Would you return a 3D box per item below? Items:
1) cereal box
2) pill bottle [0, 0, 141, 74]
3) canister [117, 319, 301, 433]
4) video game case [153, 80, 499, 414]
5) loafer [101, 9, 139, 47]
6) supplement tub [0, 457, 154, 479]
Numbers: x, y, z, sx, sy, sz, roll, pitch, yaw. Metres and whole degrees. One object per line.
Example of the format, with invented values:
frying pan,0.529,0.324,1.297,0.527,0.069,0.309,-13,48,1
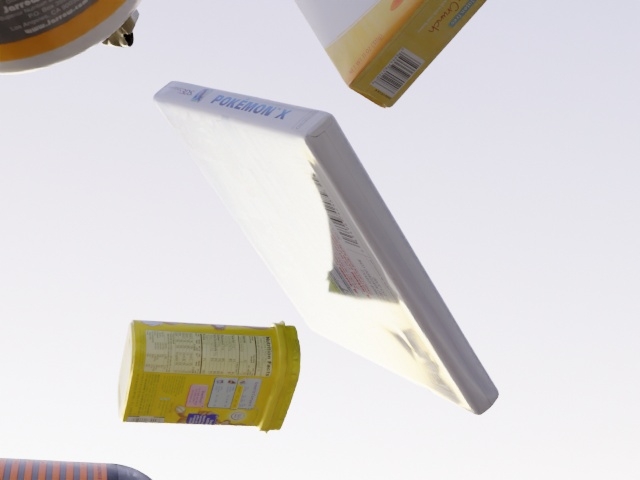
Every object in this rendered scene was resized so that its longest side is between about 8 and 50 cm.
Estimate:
cereal box,0.045,-0.227,0.836,0.047,0.240,0.173,23,-63,-40
pill bottle,-0.193,-0.226,0.595,0.162,0.162,0.278,-17,-34,3
canister,-0.117,0.138,1.226,0.170,0.073,0.126,4,-47,-16
video game case,0.000,0.000,1.117,0.036,0.300,0.329,-43,-60,-17
loafer,-0.287,-0.332,1.725,0.050,0.056,0.148,16,-28,-4
supplement tub,-0.222,0.236,0.769,0.316,0.194,0.193,5,-29,-11
